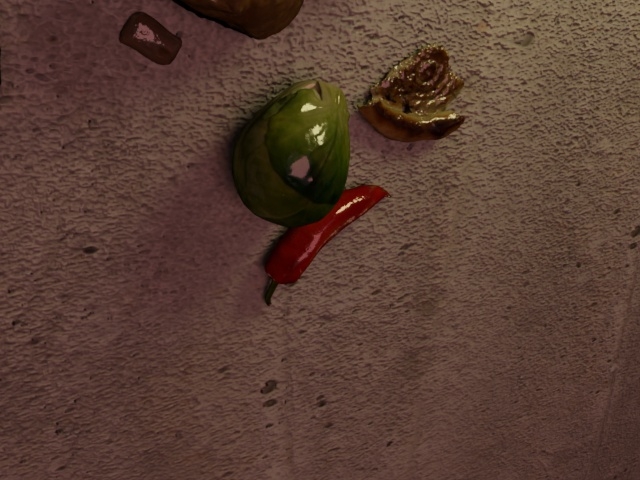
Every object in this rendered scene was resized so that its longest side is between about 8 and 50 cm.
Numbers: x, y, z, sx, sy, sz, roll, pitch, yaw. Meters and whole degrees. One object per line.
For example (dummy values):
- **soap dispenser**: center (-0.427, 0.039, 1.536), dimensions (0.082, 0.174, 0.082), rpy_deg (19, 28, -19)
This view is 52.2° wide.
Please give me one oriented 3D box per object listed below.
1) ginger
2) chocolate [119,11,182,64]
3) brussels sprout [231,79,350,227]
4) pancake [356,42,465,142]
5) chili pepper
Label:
- **ginger**: center (-0.117, -0.439, 1.027), dimensions (0.269, 0.223, 0.201), rpy_deg (15, 97, -30)
- **chocolate**: center (-0.282, -0.334, 1.098), dimensions (0.100, 0.031, 0.065), rpy_deg (31, 101, -38)
- **brussels sprout**: center (-0.046, -0.163, 1.220), dimensions (0.219, 0.210, 0.272), rpy_deg (24, 85, -41)
- **pancake**: center (0.208, -0.282, 1.388), dimensions (0.257, 0.056, 0.212), rpy_deg (-37, 127, -8)
- **chili pepper**: center (0.001, -0.007, 1.392), dimensions (0.368, 0.092, 0.137), rpy_deg (-40, 138, -3)
